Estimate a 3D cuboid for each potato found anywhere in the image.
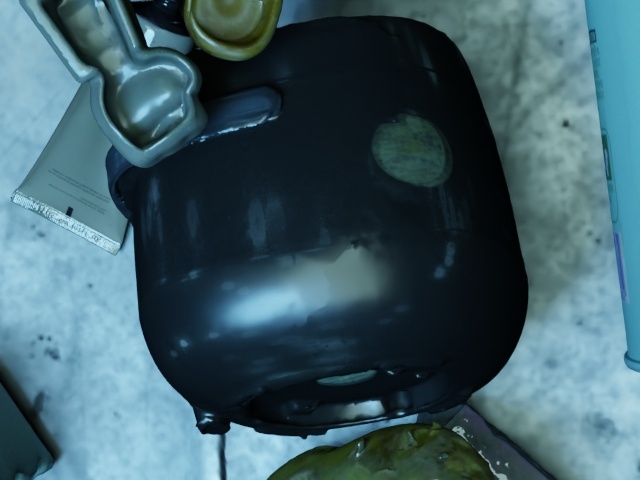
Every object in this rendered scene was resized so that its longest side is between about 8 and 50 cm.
[{"bbox_3d":[0.020,0.236,1.300,0.191,0.141,0.296,49,123,14],"label":"potato"}]

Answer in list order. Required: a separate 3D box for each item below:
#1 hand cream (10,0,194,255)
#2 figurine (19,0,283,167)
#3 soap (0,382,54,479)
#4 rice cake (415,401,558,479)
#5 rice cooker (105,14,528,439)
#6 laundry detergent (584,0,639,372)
[{"bbox_3d":[-0.143,-0.089,1.377,0.087,0.054,0.186,28,104,3],"label":"hand cream"},{"bbox_3d":[-0.101,-0.224,1.139,0.285,0.167,0.342,11,104,-4],"label":"figurine"},{"bbox_3d":[-0.339,0.204,1.366,0.289,0.173,0.095,-36,85,11],"label":"soap"},{"bbox_3d":[0.195,0.235,1.327,0.365,0.056,0.072,44,98,5],"label":"rice cake"},{"bbox_3d":[0.000,0.000,1.243,0.267,0.267,0.224,-11,72,11],"label":"rice cooker"},{"bbox_3d":[0.304,-0.089,1.170,0.287,0.287,0.305,-7,93,11],"label":"laundry detergent"}]
